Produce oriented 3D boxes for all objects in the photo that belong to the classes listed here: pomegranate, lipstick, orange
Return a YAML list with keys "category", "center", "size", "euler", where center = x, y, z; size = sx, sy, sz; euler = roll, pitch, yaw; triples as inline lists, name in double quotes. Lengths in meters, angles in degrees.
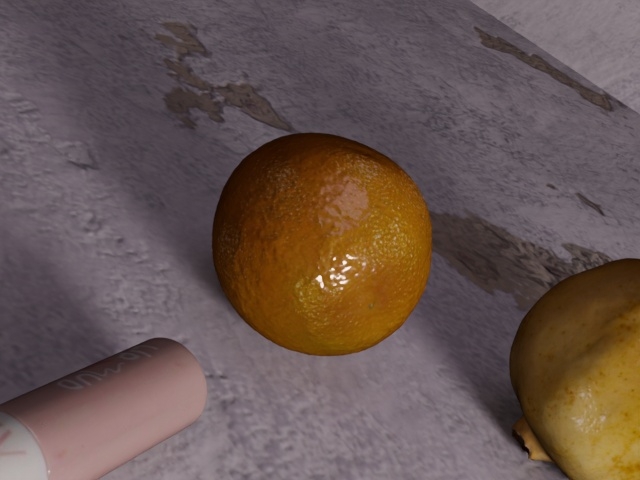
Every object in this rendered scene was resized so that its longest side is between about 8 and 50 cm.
- category: "pomegranate"
  center: [0.281, 0.122, 0.975]
  size: [0.233, 0.233, 0.233]
  euler: [23, 28, -13]
- category: "lipstick"
  center: [-0.172, 0.128, 0.680]
  size: [0.070, 0.070, 0.254]
  euler: [39, 28, 17]
- category: "orange"
  center: [0.000, 0.000, 0.941]
  size: [0.206, 0.206, 0.206]
  euler: [23, 28, -13]
